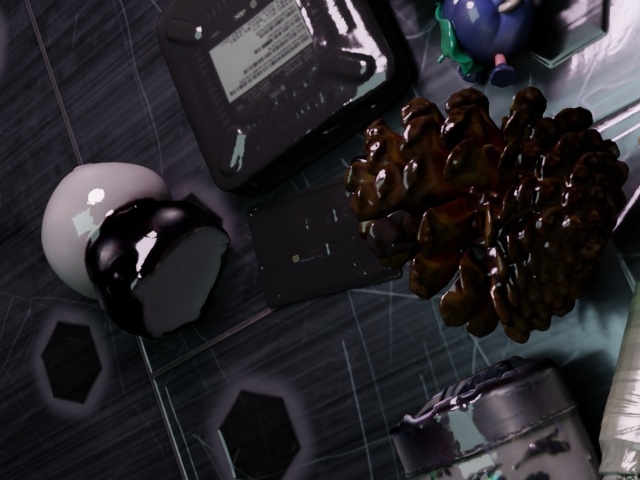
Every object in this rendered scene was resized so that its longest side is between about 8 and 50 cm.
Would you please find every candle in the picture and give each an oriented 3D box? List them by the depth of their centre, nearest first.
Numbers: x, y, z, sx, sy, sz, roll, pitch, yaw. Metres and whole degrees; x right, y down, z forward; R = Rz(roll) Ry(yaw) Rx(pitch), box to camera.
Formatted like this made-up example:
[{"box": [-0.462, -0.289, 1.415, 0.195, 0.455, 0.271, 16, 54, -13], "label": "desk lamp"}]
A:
[{"box": [0.198, 0.282, 0.921, 0.187, 0.187, 0.330, -29, 75, 29], "label": "candle"}]

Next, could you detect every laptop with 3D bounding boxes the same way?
[{"box": [0.000, 0.000, 1.160, 0.197, 0.016, 0.135, -17, 81, 32], "label": "laptop"}]

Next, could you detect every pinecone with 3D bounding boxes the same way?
[{"box": [0.145, -0.034, 0.941, 0.292, 0.246, 0.247, 21, 100, 49], "label": "pinecone"}]

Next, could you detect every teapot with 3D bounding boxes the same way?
[{"box": [0.307, 0.148, 0.883, 0.077, 0.107, 0.201, 7, 64, 32], "label": "teapot"}]

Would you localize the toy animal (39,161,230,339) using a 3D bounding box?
[{"box": [-0.249, 0.002, 1.236, 0.235, 0.165, 0.187, 32, 104, 32], "label": "toy animal"}]

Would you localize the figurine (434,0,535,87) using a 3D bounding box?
[{"box": [0.190, -0.253, 0.985, 0.102, 0.111, 0.195, 33, 104, -11], "label": "figurine"}]

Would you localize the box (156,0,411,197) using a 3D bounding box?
[{"box": [-0.057, -0.232, 1.170, 0.290, 0.073, 0.289, -31, 72, 29], "label": "box"}]

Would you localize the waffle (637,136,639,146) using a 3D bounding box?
[{"box": [0.377, -0.096, 0.910, 0.135, 0.021, 0.092, 37, 108, 29], "label": "waffle"}]
